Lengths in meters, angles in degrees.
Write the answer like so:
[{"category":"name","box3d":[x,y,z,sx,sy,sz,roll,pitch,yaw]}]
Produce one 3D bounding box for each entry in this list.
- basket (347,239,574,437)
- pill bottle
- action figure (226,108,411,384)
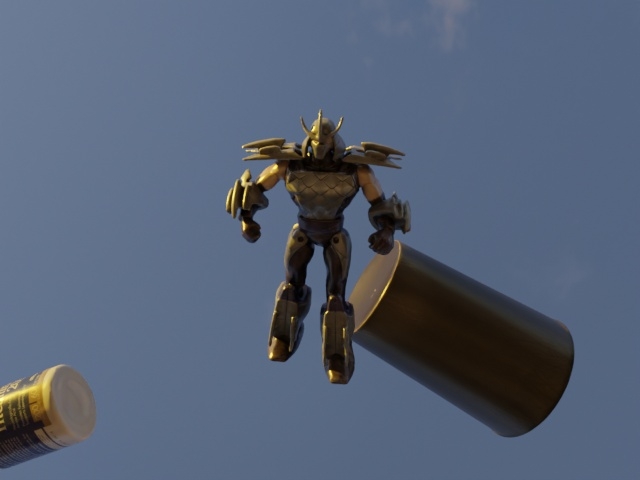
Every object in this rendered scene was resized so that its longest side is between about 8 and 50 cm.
[{"category":"basket","box3d":[0.152,0.108,1.216,0.227,0.204,0.154,30,-88,-11]},{"category":"pill bottle","box3d":[-0.255,0.153,0.866,0.120,0.067,0.067,-21,-99,15]},{"category":"action figure","box3d":[0.000,0.000,1.070,0.185,0.099,0.284,9,-63,13]}]
